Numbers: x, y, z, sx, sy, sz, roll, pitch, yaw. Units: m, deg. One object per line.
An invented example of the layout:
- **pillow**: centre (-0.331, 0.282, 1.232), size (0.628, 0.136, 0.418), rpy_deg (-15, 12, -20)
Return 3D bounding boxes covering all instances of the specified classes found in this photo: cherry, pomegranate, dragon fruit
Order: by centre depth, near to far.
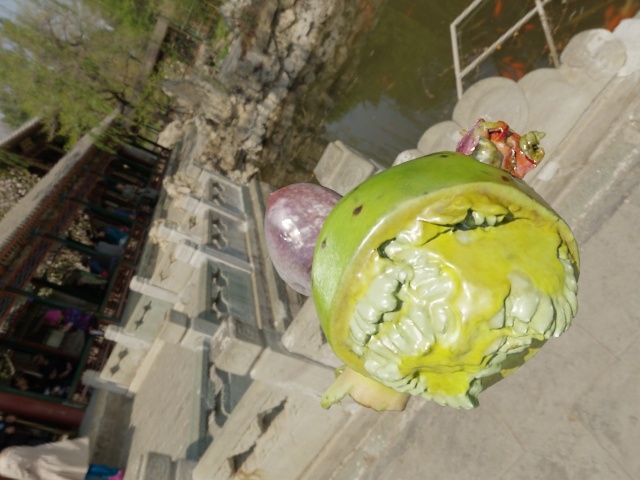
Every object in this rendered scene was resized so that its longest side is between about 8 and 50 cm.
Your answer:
- **pomegranate**: centre (0.104, 0.063, 0.474), size (0.341, 0.260, 0.260), rpy_deg (-58, 24, 26)
- **dragon fruit**: centre (0.227, -0.114, 0.575), size (0.147, 0.102, 0.096), rpy_deg (-56, -8, -43)
- **cherry**: centre (0.000, 0.000, 0.886), size (0.183, 0.266, 0.213), rpy_deg (-36, 20, 52)
